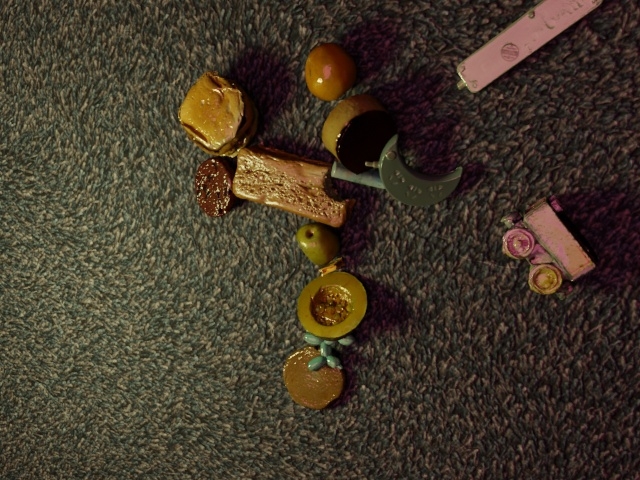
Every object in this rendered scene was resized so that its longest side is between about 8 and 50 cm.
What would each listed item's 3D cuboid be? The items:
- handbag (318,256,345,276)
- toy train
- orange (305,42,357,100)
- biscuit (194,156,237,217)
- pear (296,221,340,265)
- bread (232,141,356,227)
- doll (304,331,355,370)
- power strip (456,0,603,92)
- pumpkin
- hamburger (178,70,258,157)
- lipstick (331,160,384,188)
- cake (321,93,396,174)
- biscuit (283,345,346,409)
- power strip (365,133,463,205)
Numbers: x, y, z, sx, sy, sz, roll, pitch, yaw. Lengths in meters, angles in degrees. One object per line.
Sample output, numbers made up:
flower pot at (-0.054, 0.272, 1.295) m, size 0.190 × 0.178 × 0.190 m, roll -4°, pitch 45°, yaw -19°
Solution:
handbag at (0.035, 0.081, 1.775) m, size 0.061 × 0.083 × 0.027 m, roll -22°, pitch 94°, yaw 22°
toy train at (0.584, 0.019, 1.514) m, size 0.177 × 0.134 × 0.261 m, roll -38°, pitch 87°, yaw 24°
orange at (0.030, -0.465, 1.626) m, size 0.136 × 0.159 × 0.159 m, roll -8°, pitch 102°, yaw -21°
biscuit at (-0.333, -0.169, 1.870) m, size 0.192 × 0.049 × 0.192 m, roll 3°, pitch 96°, yaw 37°
pear at (0.000, 0.000, 1.749) m, size 0.104 × 0.141 × 0.141 m, roll -34°, pitch 88°, yaw 9°
bread at (-0.074, -0.170, 1.753) m, size 0.380 × 0.109 × 0.185 m, roll 18°, pitch 101°, yaw 15°
doll at (0.031, 0.322, 1.825) m, size 0.158 × 0.059 × 0.159 m, roll -4°, pitch 73°, yaw 10°
power strip at (0.505, -0.502, 1.468) m, size 0.385 × 0.062 × 0.091 m, roll -35°, pitch 88°, yaw 24°
pumpkin at (0.043, 0.215, 1.780) m, size 0.217 × 0.217 × 0.110 m, roll 8°, pitch 146°, yaw 20°
hamburger at (-0.300, -0.374, 1.769) m, size 0.244 × 0.163 × 0.245 m, roll 2°, pitch 95°, yaw 23°
lipstick at (0.112, -0.186, 1.668) m, size 0.157 × 0.048 × 0.048 m, roll 12°, pitch 108°, yaw -10°
cake at (0.088, -0.309, 1.625) m, size 0.178 × 0.185 × 0.208 m, roll 46°, pitch 122°, yaw 47°
biscuit at (-0.020, 0.442, 1.900) m, size 0.225 × 0.042 × 0.226 m, roll 5°, pitch 103°, yaw 20°
power strip at (0.247, -0.182, 1.602) m, size 0.253 × 0.054 × 0.168 m, roll 23°, pitch 117°, yaw -9°
